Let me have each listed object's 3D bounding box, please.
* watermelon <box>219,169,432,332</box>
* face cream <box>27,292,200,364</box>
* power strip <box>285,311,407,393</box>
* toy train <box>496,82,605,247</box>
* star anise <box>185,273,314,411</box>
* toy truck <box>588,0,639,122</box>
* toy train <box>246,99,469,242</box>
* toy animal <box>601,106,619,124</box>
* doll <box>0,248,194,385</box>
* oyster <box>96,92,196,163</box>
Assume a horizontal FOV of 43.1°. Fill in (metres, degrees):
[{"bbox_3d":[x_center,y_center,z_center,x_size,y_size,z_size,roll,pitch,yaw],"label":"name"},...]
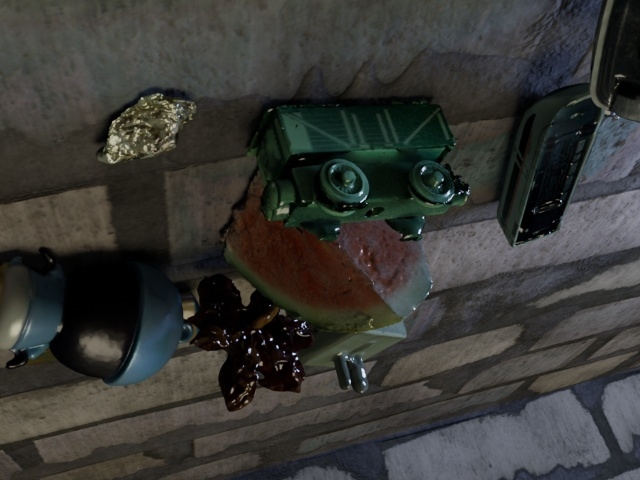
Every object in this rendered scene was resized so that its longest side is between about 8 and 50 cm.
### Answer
[{"bbox_3d":[0.000,0.000,1.083,0.193,0.231,0.310,-5,-164,-32],"label":"watermelon"},{"bbox_3d":[-0.319,0.135,1.268,0.285,0.067,0.139,-4,150,-26],"label":"face cream"},{"bbox_3d":[0.041,0.132,1.314,0.140,0.224,0.139,-34,151,30],"label":"power strip"},{"bbox_3d":[0.316,-0.117,1.142,0.086,0.088,0.407,-18,155,-3],"label":"toy train"},{"bbox_3d":[-0.104,0.130,1.178,0.190,0.220,0.126,-22,158,-30],"label":"star anise"},{"bbox_3d":[0.472,-0.196,0.819,0.387,0.207,0.173,10,112,8],"label":"toy truck"},{"bbox_3d":[0.052,-0.083,0.959,0.269,0.154,0.115,-5,154,-24],"label":"toy train"},{"bbox_3d":[0.398,-0.181,1.134,0.050,0.028,0.084,-2,148,-28],"label":"toy animal"},{"bbox_3d":[-0.313,0.105,1.114,0.314,0.177,0.141,16,180,-36],"label":"doll"},{"bbox_3d":[-0.185,-0.117,0.868,0.098,0.037,0.100,-5,152,-27],"label":"oyster"}]
